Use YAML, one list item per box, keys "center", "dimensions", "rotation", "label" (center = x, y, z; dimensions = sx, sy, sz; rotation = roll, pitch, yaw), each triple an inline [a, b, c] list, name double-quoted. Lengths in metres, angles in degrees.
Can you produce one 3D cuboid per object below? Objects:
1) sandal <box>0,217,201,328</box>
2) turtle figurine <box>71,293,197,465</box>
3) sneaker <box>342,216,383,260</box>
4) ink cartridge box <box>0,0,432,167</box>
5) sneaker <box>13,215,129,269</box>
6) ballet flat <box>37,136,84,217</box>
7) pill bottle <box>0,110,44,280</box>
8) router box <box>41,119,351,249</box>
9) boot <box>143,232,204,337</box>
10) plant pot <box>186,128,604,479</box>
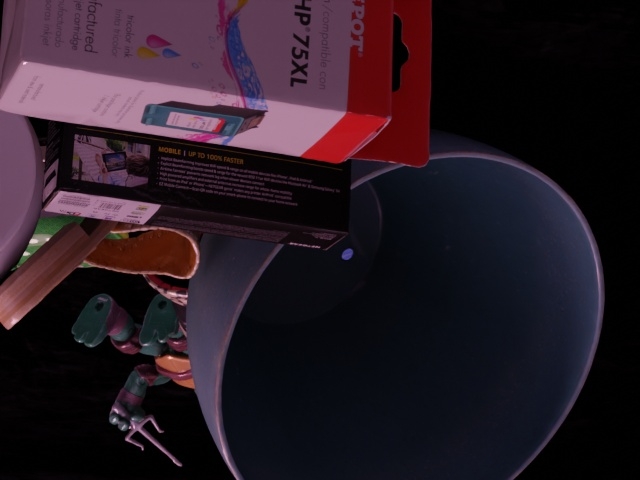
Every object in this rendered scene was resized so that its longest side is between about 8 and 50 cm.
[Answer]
- center: [-0.117, 0.002, 1.214]
  dimensions: [0.079, 0.240, 0.088]
  rotation: [47, 133, -4]
  label: "sandal"
- center: [-0.137, 0.130, 1.874]
  dimensions: [0.175, 0.118, 0.234]
  rotation: [-19, 142, 18]
  label: "turtle figurine"
- center: [0.000, -0.001, 1.490]
  dimensions: [0.084, 0.058, 0.152]
  rotation: [4, 161, -26]
  label: "sneaker"
- center: [-0.038, -0.120, 0.947]
  dimensions: [0.231, 0.134, 0.078]
  rotation: [7, 163, -18]
  label: "ink cartridge box"
- center: [-0.294, 0.007, 1.450]
  dimensions: [0.295, 0.123, 0.109]
  rotation: [2, 164, 0]
  label: "sneaker"
- center: [-0.163, -0.049, 1.338]
  dimensions: [0.203, 0.074, 0.074]
  rotation: [-3, 163, 25]
  label: "ballet flat"
- center: [-0.258, -0.030, 1.179]
  dimensions: [0.162, 0.162, 0.278]
  rotation: [7, 174, -15]
  label: "pill bottle"
- center: [-0.069, -0.073, 1.119]
  dimensions: [0.179, 0.133, 0.046]
  rotation: [9, 162, -19]
  label: "router box"
- center: [-0.028, 0.046, 1.619]
  dimensions: [0.236, 0.085, 0.178]
  rotation: [0, 161, 12]
  label: "boot"
- center: [0.024, 0.036, 1.322]
  dimensions: [0.290, 0.290, 0.195]
  rotation: [13, -162, -32]
  label: "plant pot"
